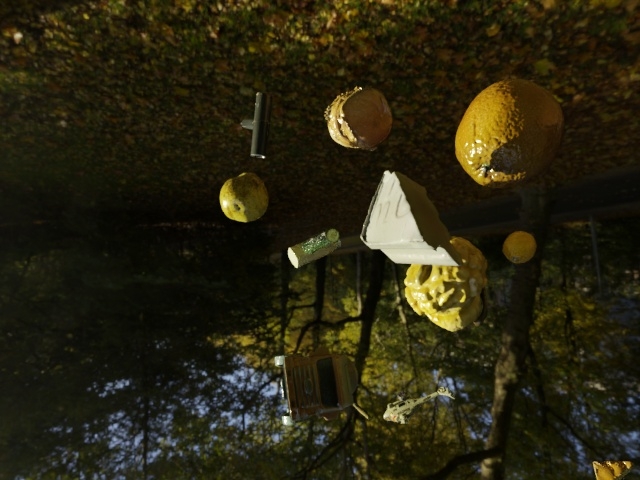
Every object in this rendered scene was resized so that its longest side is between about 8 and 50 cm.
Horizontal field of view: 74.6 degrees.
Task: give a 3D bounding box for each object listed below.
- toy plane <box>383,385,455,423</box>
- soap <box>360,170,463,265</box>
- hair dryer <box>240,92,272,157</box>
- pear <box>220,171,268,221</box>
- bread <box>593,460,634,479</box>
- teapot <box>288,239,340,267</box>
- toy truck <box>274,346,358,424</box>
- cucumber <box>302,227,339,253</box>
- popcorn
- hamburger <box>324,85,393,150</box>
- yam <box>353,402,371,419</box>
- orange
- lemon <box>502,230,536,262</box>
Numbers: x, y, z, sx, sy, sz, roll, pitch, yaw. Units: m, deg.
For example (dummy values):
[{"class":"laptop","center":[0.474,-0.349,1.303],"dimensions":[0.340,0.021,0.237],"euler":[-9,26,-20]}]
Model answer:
[{"class":"toy plane","center":[0.363,0.618,1.585],"dimensions":[0.286,0.092,0.108],"euler":[-32,-163,13]},{"class":"soap","center":[0.266,-0.074,1.117],"dimensions":[0.159,0.257,0.302],"euler":[29,167,-26]},{"class":"hair dryer","center":[-0.199,-0.318,1.219],"dimensions":[0.050,0.173,0.195],"euler":[8,178,-29]},{"class":"pear","center":[-0.305,-0.179,1.691],"dimensions":[0.198,0.197,0.197],"euler":[-3,176,0]},{"class":"bread","center":[0.888,0.714,1.259],"dimensions":[0.109,0.080,0.084],"euler":[-14,133,24]},{"class":"teapot","center":[-0.019,0.020,1.610],"dimensions":[0.201,0.077,0.107],"euler":[-23,147,-24]},{"class":"toy truck","center":[0.003,0.243,0.731],"dimensions":[0.140,0.107,0.256],"euler":[-8,163,-3]},{"class":"cucumber","center":[-0.001,-0.001,1.407],"dimensions":[0.058,0.058,0.187],"euler":[-1,167,-29]},{"class":"popcorn","center":[0.516,0.175,1.650],"dimensions":[0.349,0.381,0.349],"euler":[-44,-176,4]},{"class":"hamburger","center":[0.148,-0.489,1.677],"dimensions":[0.261,0.244,0.211],"euler":[6,-172,-10]},{"class":"yam","center":[0.119,0.491,1.212],"dimensions":[0.014,0.014,0.107],"euler":[-2,-178,-20]},{"class":"orange","center":[0.598,-0.336,1.353],"dimensions":[0.357,0.322,0.322],"euler":[-48,-162,-25]},{"class":"lemon","center":[0.750,0.028,1.587],"dimensions":[0.114,0.114,0.155],"euler":[-7,-154,44]}]
